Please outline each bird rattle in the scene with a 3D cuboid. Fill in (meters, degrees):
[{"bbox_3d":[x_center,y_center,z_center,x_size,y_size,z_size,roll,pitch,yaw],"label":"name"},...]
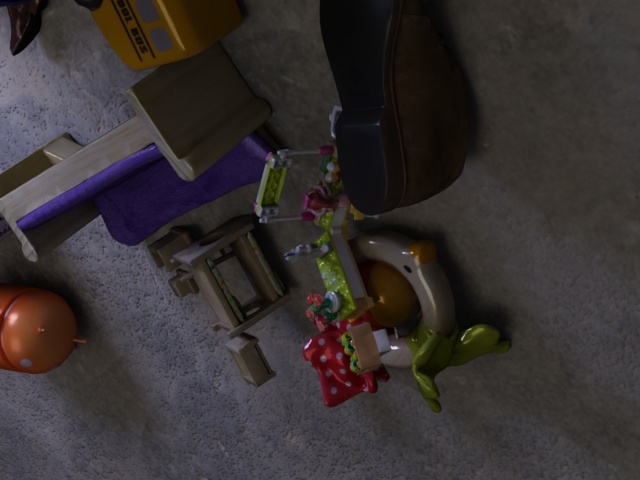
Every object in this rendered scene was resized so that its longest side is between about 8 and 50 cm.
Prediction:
[{"bbox_3d":[0.081,0.083,1.379,0.253,0.143,0.206,7,115,50],"label":"bird rattle"}]

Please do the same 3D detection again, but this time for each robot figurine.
[{"bbox_3d":[-0.447,0.127,1.787,0.219,0.128,0.158,5,124,36],"label":"robot figurine"}]

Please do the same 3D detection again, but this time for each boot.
[{"bbox_3d":[-0.389,-0.295,1.485,0.114,0.037,0.106,38,124,4],"label":"boot"},{"bbox_3d":[0.076,-0.183,1.174,0.112,0.115,0.305,19,117,56],"label":"boot"}]

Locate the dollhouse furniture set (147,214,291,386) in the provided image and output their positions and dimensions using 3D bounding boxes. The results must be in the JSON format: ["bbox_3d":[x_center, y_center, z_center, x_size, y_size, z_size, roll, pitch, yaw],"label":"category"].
[{"bbox_3d":[-0.109,0.065,1.528,0.161,0.101,0.182,15,135,62],"label":"dollhouse furniture set"}]

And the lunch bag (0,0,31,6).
[{"bbox_3d":[-0.496,-0.358,1.282,0.328,0.385,0.238,9,91,23],"label":"lunch bag"}]

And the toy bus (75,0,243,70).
[{"bbox_3d":[-0.213,-0.345,1.254,0.130,0.108,0.332,-6,117,41],"label":"toy bus"}]

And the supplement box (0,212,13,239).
[{"bbox_3d":[-0.551,-0.040,1.739,0.239,0.130,0.073,10,127,31],"label":"supplement box"}]

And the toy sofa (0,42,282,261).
[{"bbox_3d":[-0.220,-0.077,1.436,0.363,0.150,0.177,-22,105,45],"label":"toy sofa"}]

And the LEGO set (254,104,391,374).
[{"bbox_3d":[0.000,0.000,1.287,0.132,0.107,0.287,15,106,52],"label":"LEGO set"}]
